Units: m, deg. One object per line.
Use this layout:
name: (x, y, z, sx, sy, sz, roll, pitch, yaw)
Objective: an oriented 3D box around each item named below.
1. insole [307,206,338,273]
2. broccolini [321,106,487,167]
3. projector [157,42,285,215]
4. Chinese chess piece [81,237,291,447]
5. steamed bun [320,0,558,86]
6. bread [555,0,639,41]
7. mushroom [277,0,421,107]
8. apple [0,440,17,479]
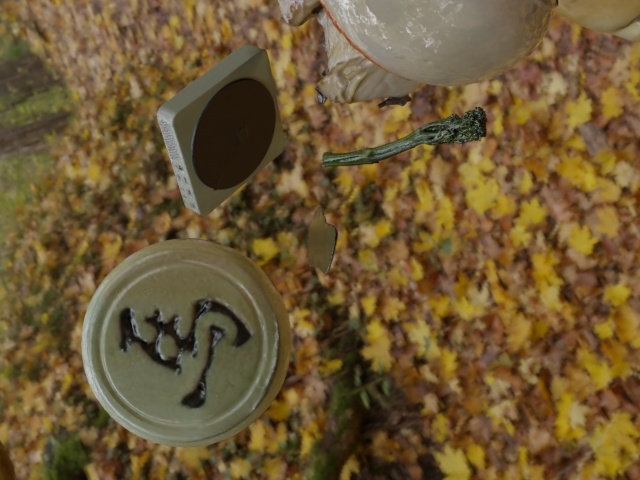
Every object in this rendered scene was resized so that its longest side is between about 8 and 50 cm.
insole: (0.000, 0.000, 1.614, 0.322, 0.007, 0.109, -141, 62, -80)
broccolini: (0.114, -0.135, 1.285, 0.051, 0.239, 0.054, 46, -144, -55)
projector: (-0.191, -0.217, 1.821, 0.079, 0.259, 0.257, 26, 145, 31)
Chinese chess piece: (-0.160, 0.122, 1.122, 0.101, 0.250, 0.250, 115, 132, -88)
steamed bun: (0.076, -0.220, 0.774, 0.145, 0.232, 0.231, -45, 62, 25)
bread: (0.479, -0.493, 1.393, 0.376, 0.348, 0.253, -48, 28, 46)
mushroom: (0.100, -0.455, 1.665, 0.313, 0.224, 0.397, 66, 155, 14)
apple: (-0.369, 0.242, 0.692, 0.301, 0.302, 0.301, 53, 156, 36)
